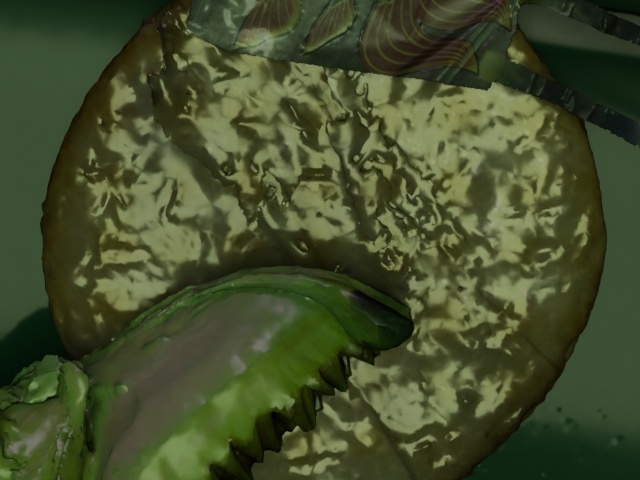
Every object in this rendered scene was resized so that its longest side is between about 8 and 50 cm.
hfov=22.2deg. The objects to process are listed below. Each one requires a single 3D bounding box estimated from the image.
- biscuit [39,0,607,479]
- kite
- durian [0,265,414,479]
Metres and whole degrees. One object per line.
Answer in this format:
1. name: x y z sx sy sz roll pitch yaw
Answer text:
1. biscuit: 0.000 0.000 0.613 0.220 0.033 0.219 0 101 2
2. kite: 0.066 -0.086 0.579 0.229 0.016 0.127 27 86 5
3. durian: -0.126 0.126 0.593 0.375 0.106 0.132 -35 97 14
